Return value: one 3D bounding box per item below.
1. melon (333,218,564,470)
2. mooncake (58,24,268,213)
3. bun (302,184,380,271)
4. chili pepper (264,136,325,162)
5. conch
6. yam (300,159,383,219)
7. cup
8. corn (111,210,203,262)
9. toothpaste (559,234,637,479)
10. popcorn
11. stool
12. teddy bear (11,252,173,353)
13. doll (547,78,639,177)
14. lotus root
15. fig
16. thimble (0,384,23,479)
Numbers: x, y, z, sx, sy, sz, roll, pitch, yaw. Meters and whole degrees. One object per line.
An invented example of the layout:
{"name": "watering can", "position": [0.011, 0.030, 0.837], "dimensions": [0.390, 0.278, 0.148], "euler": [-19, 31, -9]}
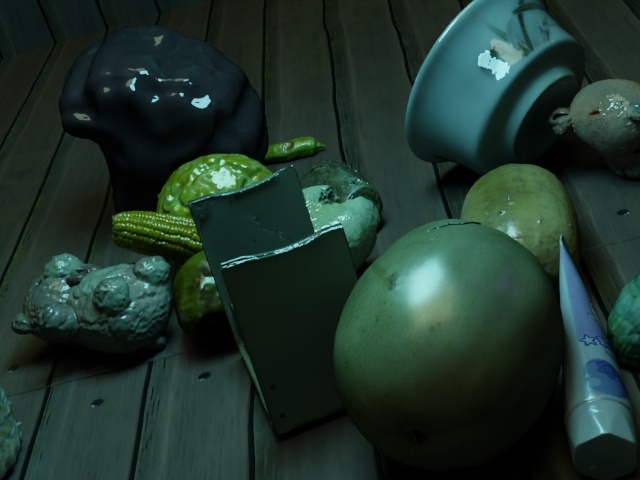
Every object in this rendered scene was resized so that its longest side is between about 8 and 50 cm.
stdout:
{"name": "melon", "position": [0.158, 0.119, 1.461], "dimensions": [0.268, 0.268, 0.330], "euler": [-4, 33, 24]}
{"name": "mooncake", "position": [-0.275, -0.194, 2.197], "dimensions": [0.351, 0.381, 0.212], "euler": [-18, 36, 26]}
{"name": "bun", "position": [0.000, 0.000, 1.932], "dimensions": [0.204, 0.126, 0.212], "euler": [-17, 26, 5]}
{"name": "chili pepper", "position": [-0.094, -0.175, 2.424], "dimensions": [0.208, 0.043, 0.049], "euler": [-6, 41, 22]}
{"name": "conch", "position": [0.452, 0.070, 1.541], "dimensions": [0.188, 0.122, 0.176], "euler": [-36, 8, -40]}
{"name": "yam", "position": [0.039, -0.073, 2.086], "dimensions": [0.107, 0.107, 0.183], "euler": [-25, 30, -15]}
{"name": "cup", "position": [0.319, -0.241, 2.034], "dimensions": [0.347, 0.347, 0.163], "euler": [-33, 55, -29]}
{"name": "corn", "position": [-0.222, -0.001, 1.943], "dimensions": [0.231, 0.080, 0.080], "euler": [8, 30, 3]}
{"name": "toothpaste", "position": [0.325, 0.139, 1.499], "dimensions": [0.080, 0.125, 0.371], "euler": [-18, 29, 14]}
{"name": "popcorn", "position": [-0.165, -0.048, 2.055], "dimensions": [0.221, 0.204, 0.183], "euler": [-4, 26, -6]}
{"name": "stool", "position": [-0.045, 0.075, 1.655], "dimensions": [0.170, 0.269, 0.243], "euler": [-21, 27, -8]}
{"name": "teddy bear", "position": [-0.355, 0.097, 1.936], "dimensions": [0.267, 0.151, 0.236], "euler": [11, 27, 38]}
{"name": "doll", "position": [0.532, -0.179, 1.993], "dimensions": [0.303, 0.156, 0.201], "euler": [-1, 3, -40]}
{"name": "lotus root", "position": [0.289, -0.028, 1.786], "dimensions": [0.169, 0.151, 0.342], "euler": [-11, 30, 11]}
{"name": "fig", "position": [-0.159, 0.083, 1.873], "dimensions": [0.166, 0.144, 0.154], "euler": [11, 75, 60]}
{"name": "thimble", "position": [-0.539, 0.288, 1.688], "dimensions": [0.196, 0.148, 0.229], "euler": [1, 29, 36]}
